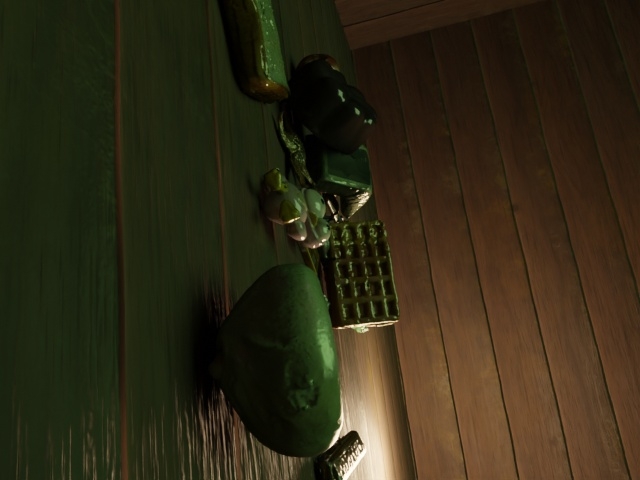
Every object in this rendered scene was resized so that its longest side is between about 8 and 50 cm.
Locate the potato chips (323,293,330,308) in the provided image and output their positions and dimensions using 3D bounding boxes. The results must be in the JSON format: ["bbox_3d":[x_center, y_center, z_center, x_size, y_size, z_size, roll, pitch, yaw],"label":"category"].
[{"bbox_3d":[-0.013,0.204,1.261,0.228,0.059,0.167,-51,137,-81],"label":"potato chips"}]

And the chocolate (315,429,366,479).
[{"bbox_3d":[0.056,0.549,1.281,0.329,0.065,0.103,25,56,-73],"label":"chocolate"}]

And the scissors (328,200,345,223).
[{"bbox_3d":[0.057,-0.088,1.910,0.300,0.022,0.109,57,28,-56],"label":"scissors"}]

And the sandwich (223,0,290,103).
[{"bbox_3d":[-0.138,-0.451,1.162,0.226,0.087,0.251,-31,111,-76],"label":"sandwich"}]

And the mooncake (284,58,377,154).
[{"bbox_3d":[0.036,-0.388,1.503,0.306,0.154,0.306,39,24,-21],"label":"mooncake"}]

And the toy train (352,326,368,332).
[{"bbox_3d":[0.124,0.266,1.811,0.149,0.081,0.099,71,13,-57],"label":"toy train"}]

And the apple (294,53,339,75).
[{"bbox_3d":[-0.012,-0.528,1.673,0.146,0.146,0.131,-87,174,-47],"label":"apple"}]

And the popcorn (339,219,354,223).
[{"bbox_3d":[0.093,0.018,1.704,0.152,0.148,0.167,8,51,-46],"label":"popcorn"}]

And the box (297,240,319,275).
[{"bbox_3d":[-0.035,0.013,1.400,0.089,0.022,0.156,-84,160,-49],"label":"box"}]

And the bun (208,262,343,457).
[{"bbox_3d":[-0.074,0.182,0.768,0.283,0.179,0.284,174,-90,-81],"label":"bun"}]

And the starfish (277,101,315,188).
[{"bbox_3d":[-0.076,-0.253,1.383,0.138,0.050,0.248,-34,102,-79],"label":"starfish"}]

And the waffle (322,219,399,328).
[{"bbox_3d":[0.114,0.099,1.564,0.098,0.224,0.328,146,-60,-63],"label":"waffle"}]

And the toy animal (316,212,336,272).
[{"bbox_3d":[0.002,-0.005,1.488,0.105,0.070,0.203,-167,-116,-70],"label":"toy animal"}]

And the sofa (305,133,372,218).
[{"bbox_3d":[0.039,-0.213,1.678,0.176,0.225,0.210,-41,-132,51],"label":"sofa"}]

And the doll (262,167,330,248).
[{"bbox_3d":[-0.051,-0.066,1.208,0.160,0.094,0.365,67,13,12],"label":"doll"}]

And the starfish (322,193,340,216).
[{"bbox_3d":[0.027,-0.187,1.754,0.150,0.053,0.210,41,44,-60],"label":"starfish"}]
